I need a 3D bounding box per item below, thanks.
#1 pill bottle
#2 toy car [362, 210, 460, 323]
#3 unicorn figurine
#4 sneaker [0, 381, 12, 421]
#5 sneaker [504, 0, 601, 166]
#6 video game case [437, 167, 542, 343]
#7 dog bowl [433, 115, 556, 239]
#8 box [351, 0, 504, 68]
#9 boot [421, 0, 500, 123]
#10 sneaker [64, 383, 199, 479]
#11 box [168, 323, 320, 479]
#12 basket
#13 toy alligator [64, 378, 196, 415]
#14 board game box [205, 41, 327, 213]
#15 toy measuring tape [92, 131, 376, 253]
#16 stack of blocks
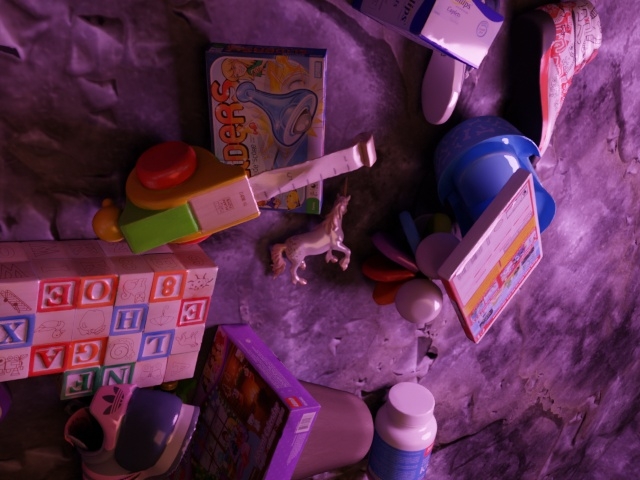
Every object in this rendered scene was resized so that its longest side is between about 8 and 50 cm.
[{"bbox_3d":[0.165,0.397,1.325,0.124,0.124,0.222,-15,127,-31],"label":"pill bottle"},{"bbox_3d":[0.140,0.032,1.065,0.136,0.159,0.182,20,109,-7],"label":"toy car"},{"bbox_3d":[0.000,0.000,0.969,0.162,0.060,0.111,-31,134,-19],"label":"unicorn figurine"},{"bbox_3d":[-0.467,0.259,0.705,0.293,0.146,0.102,-27,132,-22],"label":"sneaker"},{"bbox_3d":[0.385,-0.255,1.085,0.145,0.090,0.270,-25,128,-21],"label":"sneaker"},{"bbox_3d":[0.281,0.036,1.059,0.204,0.025,0.285,-50,147,-9],"label":"video game case"},{"bbox_3d":[0.282,-0.088,1.091,0.166,0.074,0.297,-27,138,12],"label":"dog bowl"},{"bbox_3d":[0.132,-0.285,0.825,0.126,0.137,0.072,11,112,-43],"label":"box"},{"bbox_3d":[0.206,-0.261,0.950,0.086,0.069,0.190,-9,122,-31],"label":"boot"},{"bbox_3d":[-0.275,0.266,0.860,0.131,0.112,0.319,30,132,-17],"label":"sneaker"},{"bbox_3d":[-0.124,0.299,0.971,0.057,0.201,0.293,4,115,-41],"label":"box"},{"bbox_3d":[-0.029,0.318,1.102,0.227,0.154,0.204,16,108,-48],"label":"basket"},{"bbox_3d":[-0.254,0.230,0.926,0.189,0.051,0.056,-5,121,-37],"label":"toy alligator"},{"bbox_3d":[-0.063,-0.130,0.795,0.136,0.035,0.201,4,123,4],"label":"board game box"},{"bbox_3d":[-0.105,-0.077,0.770,0.330,0.121,0.121,-21,131,-7],"label":"toy measuring tape"},{"bbox_3d":[-0.286,0.093,0.782,0.297,0.087,0.171,-2,120,-38],"label":"stack of blocks"}]
